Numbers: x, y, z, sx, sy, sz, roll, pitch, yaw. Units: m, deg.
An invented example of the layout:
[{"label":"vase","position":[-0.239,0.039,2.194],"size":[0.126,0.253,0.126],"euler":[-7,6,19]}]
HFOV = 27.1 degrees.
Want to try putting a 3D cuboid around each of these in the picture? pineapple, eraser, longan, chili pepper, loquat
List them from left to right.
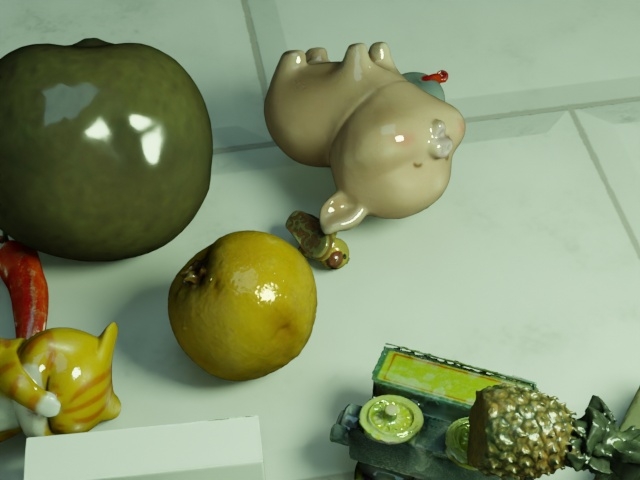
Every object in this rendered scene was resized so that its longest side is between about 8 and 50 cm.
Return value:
[{"label":"chili pepper","position":[-0.429,0.071,1.918],"size":[0.063,0.071,0.272],"euler":[18,37,-40]},{"label":"longan","position":[-0.337,-0.135,1.920],"size":[0.361,0.361,0.361],"euler":[-1,45,1]},{"label":"eraser","position":[-0.221,0.287,1.686],"size":[0.298,0.078,0.076],"euler":[-5,46,-4]},{"label":"loquat","position":[-0.106,0.088,1.801],"size":[0.208,0.208,0.208],"euler":[-1,45,1]},{"label":"pineapple","position":[0.299,0.234,1.536],"size":[0.251,0.125,0.125],"euler":[5,45,0]}]

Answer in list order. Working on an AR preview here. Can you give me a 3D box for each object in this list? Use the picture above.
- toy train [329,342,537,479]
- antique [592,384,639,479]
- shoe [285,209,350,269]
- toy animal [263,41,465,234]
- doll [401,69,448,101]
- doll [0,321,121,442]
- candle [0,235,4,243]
[{"label":"toy train","position":[0.151,0.247,1.687],"size":[0.260,0.134,0.177],"euler":[14,39,13]},{"label":"antique","position":[0.426,0.272,1.655],"size":[0.150,0.125,0.284],"euler":[15,47,15]},{"label":"shoe","position":[0.000,-0.003,1.978],"size":[0.109,0.069,0.072],"euler":[23,86,37]},{"label":"toy animal","position":[0.059,-0.162,1.986],"size":[0.326,0.269,0.237],"euler":[7,18,42]},{"label":"doll","position":[0.123,-0.209,2.177],"size":[0.142,0.076,0.245],"euler":[39,62,24]},{"label":"doll","position":[-0.401,0.192,1.722],"size":[0.269,0.167,0.162],"euler":[2,32,-1]},{"label":"candle","position":[-0.518,0.032,1.967],"size":[0.052,0.052,0.131],"euler":[25,50,24]}]
